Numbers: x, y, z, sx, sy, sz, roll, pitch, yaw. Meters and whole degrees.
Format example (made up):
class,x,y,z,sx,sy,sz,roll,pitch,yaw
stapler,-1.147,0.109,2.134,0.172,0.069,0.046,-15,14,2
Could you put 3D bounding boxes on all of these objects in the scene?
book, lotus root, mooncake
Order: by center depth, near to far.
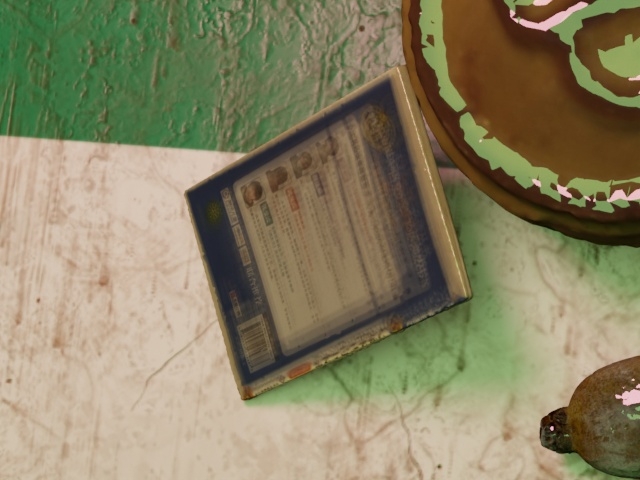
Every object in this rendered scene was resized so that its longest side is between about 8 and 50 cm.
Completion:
class,x,y,z,sx,sy,sz,roll,pitch,yaw
mooncake,0.276,-0.189,1.652,0.394,0.246,0.393,-6,85,18
lotus root,0.291,0.160,1.679,0.192,0.088,0.113,-11,86,17
book,0.000,0.000,1.756,0.322,0.018,0.228,-26,75,43
